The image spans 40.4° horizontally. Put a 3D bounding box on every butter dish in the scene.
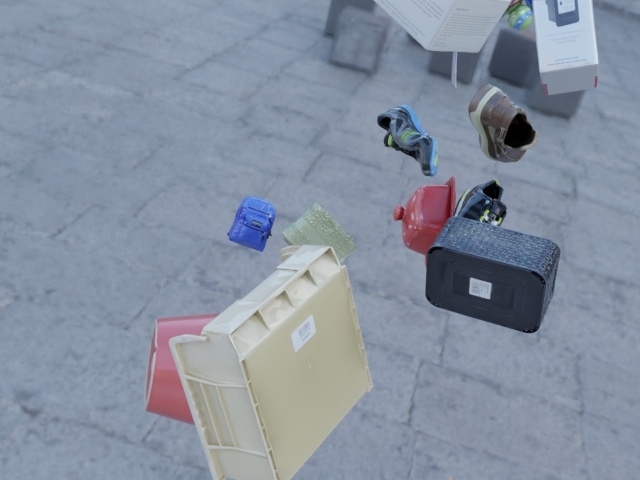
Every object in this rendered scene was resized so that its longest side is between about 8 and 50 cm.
[{"bbox_3d":[0.209,-0.047,1.816,0.118,0.160,0.160,12,64,-11],"label":"butter dish"}]

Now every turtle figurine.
[{"bbox_3d":[0.293,-0.511,1.802,0.266,0.275,0.198,60,22,16],"label":"turtle figurine"}]

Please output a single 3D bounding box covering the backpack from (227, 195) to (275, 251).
[{"bbox_3d":[-0.156,-0.041,2.083,0.098,0.120,0.101,21,3,-17],"label":"backpack"}]

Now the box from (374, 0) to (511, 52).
[{"bbox_3d":[0.218,-0.448,1.602,0.182,0.119,0.181,-11,53,-47],"label":"box"}]

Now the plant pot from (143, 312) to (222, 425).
[{"bbox_3d":[-0.240,0.273,1.838,0.243,0.275,0.275,8,25,-13],"label":"plant pot"}]

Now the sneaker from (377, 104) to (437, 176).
[{"bbox_3d":[0.155,-0.171,1.543,0.078,0.067,0.188,-16,46,-12],"label":"sneaker"}]

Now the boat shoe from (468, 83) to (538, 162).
[{"bbox_3d":[0.340,-0.186,1.557,0.095,0.095,0.257,36,5,28],"label":"boat shoe"}]

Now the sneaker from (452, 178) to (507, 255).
[{"bbox_3d":[0.301,-0.042,1.637,0.084,0.097,0.234,38,38,-18],"label":"sneaker"}]

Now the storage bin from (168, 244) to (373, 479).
[{"bbox_3d":[-0.061,0.173,1.241,0.123,0.260,0.262,4,29,35],"label":"storage bin"}]

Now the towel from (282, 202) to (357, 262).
[{"bbox_3d":[0.000,0.000,1.792,0.148,0.110,0.027,47,0,-30],"label":"towel"}]

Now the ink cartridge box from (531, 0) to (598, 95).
[{"bbox_3d":[0.269,-0.250,0.964,0.063,0.150,0.109,-6,-6,17],"label":"ink cartridge box"}]

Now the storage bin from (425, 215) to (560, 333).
[{"bbox_3d":[0.257,0.051,1.307,0.180,0.122,0.084,15,42,21],"label":"storage bin"}]
